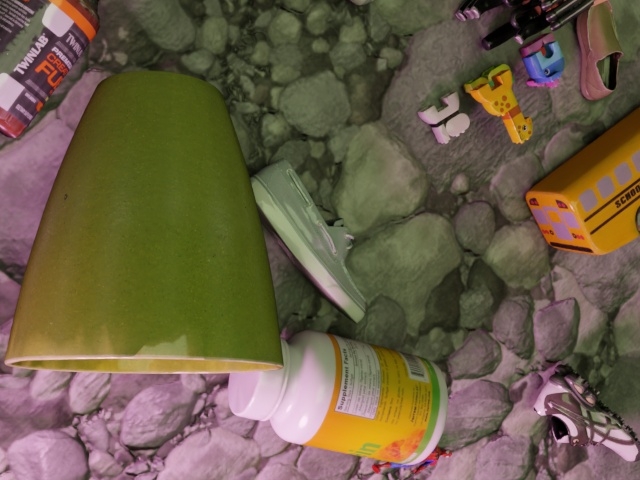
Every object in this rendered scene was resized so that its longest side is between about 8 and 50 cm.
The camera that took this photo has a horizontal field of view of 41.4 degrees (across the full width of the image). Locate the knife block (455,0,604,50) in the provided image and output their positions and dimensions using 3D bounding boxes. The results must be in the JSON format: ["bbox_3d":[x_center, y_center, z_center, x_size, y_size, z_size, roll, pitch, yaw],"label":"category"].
[{"bbox_3d":[0.314,-0.351,1.138,0.088,0.242,0.276,62,28,-17],"label":"knife block"}]

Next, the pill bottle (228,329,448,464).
[{"bbox_3d":[0.019,0.186,1.033,0.245,0.136,0.136,17,89,-23],"label":"pill bottle"}]

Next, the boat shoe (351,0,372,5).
[{"bbox_3d":[0.094,-0.366,1.049,0.063,0.066,0.184,27,76,-22],"label":"boat shoe"}]

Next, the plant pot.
[{"bbox_3d":[-0.175,-0.014,0.887,0.274,0.275,0.294,5,77,-23],"label":"plant pot"}]

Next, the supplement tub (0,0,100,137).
[{"bbox_3d":[-0.301,-0.211,0.874,0.106,0.106,0.198,37,82,-22],"label":"supplement tub"}]

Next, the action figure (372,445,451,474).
[{"bbox_3d":[0.127,0.294,1.150,0.115,0.030,0.038,-1,91,-24],"label":"action figure"}]

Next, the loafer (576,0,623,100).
[{"bbox_3d":[0.395,-0.270,1.184,0.056,0.050,0.148,-15,106,-24],"label":"loafer"}]

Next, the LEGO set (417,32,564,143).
[{"bbox_3d":[0.254,-0.184,1.118,0.227,0.087,0.093,-32,106,-15],"label":"LEGO set"}]

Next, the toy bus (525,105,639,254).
[{"bbox_3d":[0.459,-0.104,1.201,0.332,0.108,0.130,-36,106,-15],"label":"toy bus"}]

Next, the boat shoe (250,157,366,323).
[{"bbox_3d":[-0.001,-0.001,1.036,0.081,0.079,0.227,-40,106,-9],"label":"boat shoe"}]

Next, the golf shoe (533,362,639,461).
[{"bbox_3d":[0.387,0.270,1.237,0.198,0.077,0.094,44,90,-14],"label":"golf shoe"}]
